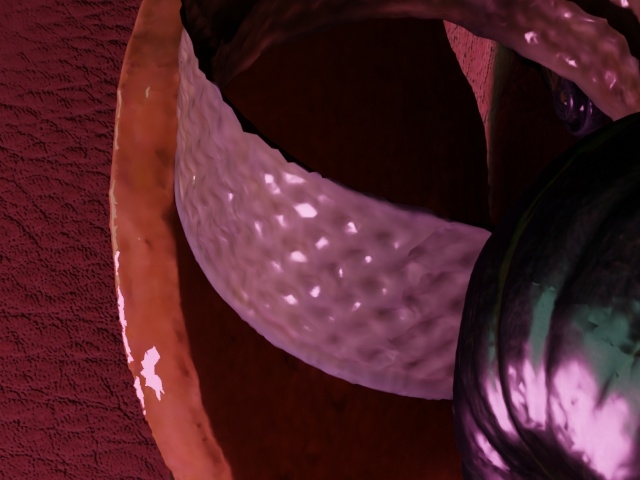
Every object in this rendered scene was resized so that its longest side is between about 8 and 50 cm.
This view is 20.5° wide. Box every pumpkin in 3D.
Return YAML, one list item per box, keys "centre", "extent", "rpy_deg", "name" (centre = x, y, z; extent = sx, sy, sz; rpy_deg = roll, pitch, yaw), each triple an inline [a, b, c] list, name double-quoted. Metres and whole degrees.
- centre: [0.142, 0.076, 0.600]
  extent: [0.250, 0.216, 0.250]
  rpy_deg: [50, 154, 34]
  name: "pumpkin"

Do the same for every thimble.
- centre: [0.058, -0.068, 0.839]
  extent: [0.150, 0.271, 0.270]
  rpy_deg: [101, 165, -52]
  name: "thimble"

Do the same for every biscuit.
- centre: [-0.002, 0.000, 1.069]
  extent: [0.365, 0.062, 0.385]
  rpy_deg: [-20, -73, -55]
  name: "biscuit"

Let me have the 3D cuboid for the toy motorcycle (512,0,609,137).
- centre: [0.135, -0.160, 0.993]
  extent: [0.124, 0.061, 0.193]
  rpy_deg: [-126, 29, -59]
  name: "toy motorcycle"
